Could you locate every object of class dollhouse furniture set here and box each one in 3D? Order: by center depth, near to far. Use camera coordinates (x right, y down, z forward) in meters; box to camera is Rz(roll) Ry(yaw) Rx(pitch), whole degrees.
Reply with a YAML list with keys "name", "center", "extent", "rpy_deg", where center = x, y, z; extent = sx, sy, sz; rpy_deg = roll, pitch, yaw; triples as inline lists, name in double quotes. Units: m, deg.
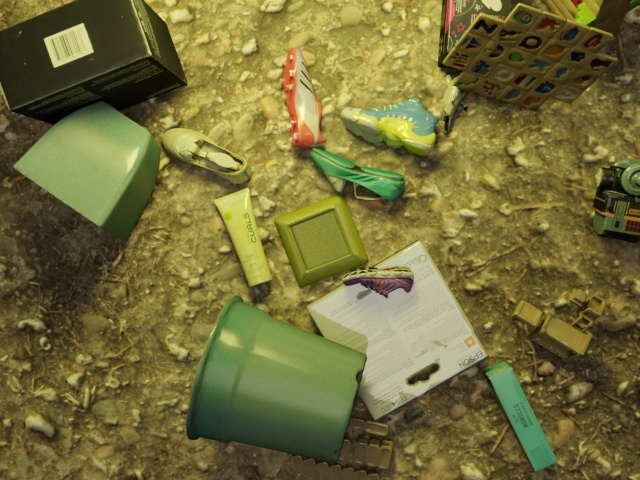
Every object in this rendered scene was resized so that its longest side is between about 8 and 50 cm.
- name: "dollhouse furniture set"
  center: [0.561, 0.173, 1.767]
  extent: [0.182, 0.101, 0.161]
  rpy_deg: [32, 68, 4]

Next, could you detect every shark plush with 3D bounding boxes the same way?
- name: "shark plush"
  center: [0.337, -0.336, 1.783]
  extent: [0.067, 0.073, 0.161]
  rpy_deg: [15, 87, -26]

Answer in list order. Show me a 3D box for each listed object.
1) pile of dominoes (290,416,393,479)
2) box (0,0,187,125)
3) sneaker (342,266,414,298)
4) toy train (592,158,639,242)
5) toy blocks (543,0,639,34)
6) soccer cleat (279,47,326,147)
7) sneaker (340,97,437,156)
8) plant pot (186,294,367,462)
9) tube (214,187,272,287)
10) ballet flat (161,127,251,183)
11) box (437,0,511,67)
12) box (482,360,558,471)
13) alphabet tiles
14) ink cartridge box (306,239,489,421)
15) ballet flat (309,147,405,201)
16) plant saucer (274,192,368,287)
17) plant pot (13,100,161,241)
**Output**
- name: "pile of dominoes"
  center: [0.050, 0.515, 1.818]
  extent: [0.251, 0.040, 0.196]
  rpy_deg: [11, 106, 8]
- name: "box"
  center: [-0.532, -0.416, 1.718]
  extent: [0.343, 0.312, 0.179]
  rpy_deg: [-20, 88, 4]
- name: "sneaker"
  center: [0.135, 0.101, 1.724]
  extent: [0.170, 0.068, 0.071]
  rpy_deg: [1, 98, 3]
- name: "toy train"
  center: [0.800, -0.080, 1.714]
  extent: [0.334, 0.142, 0.190]
  rpy_deg: [10, 103, 2]
- name: "toy blocks"
  center: [0.566, -0.594, 1.624]
  extent: [0.191, 0.381, 0.261]
  rpy_deg: [-33, 76, 5]
- name: "soccer cleat"
  center: [-0.040, -0.349, 1.807]
  extent: [0.095, 0.083, 0.248]
  rpy_deg: [-3, 85, -25]
- name: "sneaker"
  center: [0.175, -0.296, 1.790]
  extent: [0.240, 0.091, 0.126]
  rpy_deg: [23, 74, 4]
- name: "plant pot"
  center: [-0.085, 0.334, 1.665]
  extent: [0.334, 0.341, 0.341]
  rpy_deg: [16, 92, 7]
- name: "tube"
  center: [-0.187, -0.004, 1.824]
  extent: [0.070, 0.062, 0.240]
  rpy_deg: [-14, 83, -36]
- name: "ballet flat"
  center: [-0.286, -0.217, 1.816]
  extent: [0.248, 0.086, 0.086]
  rpy_deg: [23, 92, 4]
- name: "box"
  center: [0.363, -0.540, 1.722]
  extent: [0.142, 0.163, 0.247]
  rpy_deg: [5, 91, 1]
- name: "box"
  center: [0.475, 0.417, 1.753]
  extent: [0.060, 0.100, 0.244]
  rpy_deg: [-26, 89, 3]
- name: "alphabet tiles"
  center: [0.466, -0.401, 1.642]
  extent: [0.342, 0.285, 0.011]
  rpy_deg: [13, 62, -14]
- name: "ink cartridge box"
  center: [0.186, 0.218, 1.790]
  extent: [0.324, 0.071, 0.330]
  rpy_deg: [-30, 91, 4]
- name: "ballet flat"
  center: [0.080, -0.151, 1.791]
  extent: [0.247, 0.083, 0.087]
  rpy_deg: [18, 106, 6]
- name: "plant saucer"
  center: [0.000, 0.000, 1.813]
  extent: [0.188, 0.045, 0.188]
  rpy_deg: [-21, 89, 4]
- name: "plant pot"
  center: [-0.522, -0.180, 1.763]
  extent: [0.247, 0.248, 0.252]
  rpy_deg: [34, 83, 4]
